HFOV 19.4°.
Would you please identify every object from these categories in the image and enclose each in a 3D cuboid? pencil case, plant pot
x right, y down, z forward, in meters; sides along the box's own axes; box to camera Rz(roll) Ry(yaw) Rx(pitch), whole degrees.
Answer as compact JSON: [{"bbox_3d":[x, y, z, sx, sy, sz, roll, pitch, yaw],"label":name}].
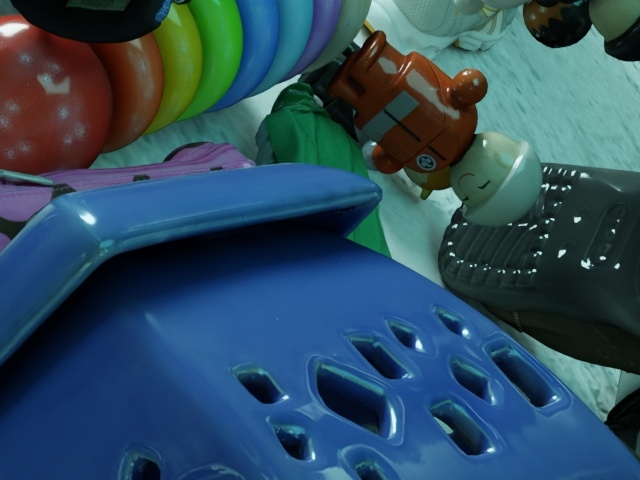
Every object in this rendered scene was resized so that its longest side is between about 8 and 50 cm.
[{"bbox_3d":[-0.108,-0.001,0.869,0.095,0.098,0.209,22,19,31],"label":"pencil case"},{"bbox_3d":[-0.046,0.103,0.736,0.212,0.236,0.236,54,29,15],"label":"plant pot"}]

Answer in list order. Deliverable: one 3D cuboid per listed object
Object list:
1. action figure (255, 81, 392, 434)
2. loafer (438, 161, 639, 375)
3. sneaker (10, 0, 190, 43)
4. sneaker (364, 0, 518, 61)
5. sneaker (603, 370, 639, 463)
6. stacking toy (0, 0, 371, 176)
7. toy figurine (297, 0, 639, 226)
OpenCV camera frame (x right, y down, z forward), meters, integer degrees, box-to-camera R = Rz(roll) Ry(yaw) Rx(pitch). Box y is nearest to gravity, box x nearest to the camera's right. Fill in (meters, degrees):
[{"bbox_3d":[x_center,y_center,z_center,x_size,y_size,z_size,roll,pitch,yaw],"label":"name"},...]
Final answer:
[{"bbox_3d":[0.000,0.000,1.082,0.137,0.063,0.232,25,43,-37],"label":"action figure"},{"bbox_3d":[0.238,0.032,1.147,0.130,0.134,0.366,40,-13,-37],"label":"loafer"},{"bbox_3d":[-0.101,-0.166,0.900,0.330,0.129,0.147,-9,94,-56],"label":"sneaker"},{"bbox_3d":[0.126,-0.207,1.435,0.099,0.121,0.262,53,29,-1],"label":"sneaker"},{"bbox_3d":[0.210,0.139,1.196,0.108,0.100,0.271,38,31,-14],"label":"sneaker"},{"bbox_3d":[-0.096,-0.108,1.020,0.141,0.141,0.330,51,36,-3],"label":"stacking toy"},{"bbox_3d":[0.105,-0.121,1.192,0.148,0.213,0.209,38,-3,-11],"label":"toy figurine"}]
